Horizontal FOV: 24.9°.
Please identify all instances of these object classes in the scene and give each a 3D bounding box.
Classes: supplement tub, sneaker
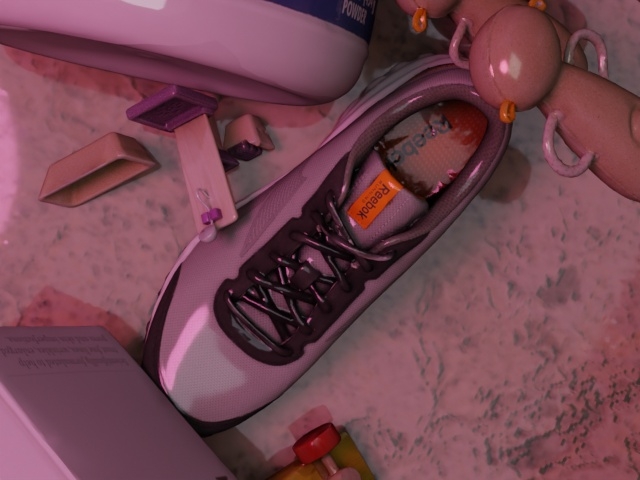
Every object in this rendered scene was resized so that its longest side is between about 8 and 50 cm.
[{"bbox_3d":[-0.060,-0.242,0.727,0.228,0.228,0.316,12,91,-3],"label":"supplement tub"},{"bbox_3d":[0.000,0.000,0.797,0.100,0.108,0.271,43,91,-6],"label":"sneaker"}]

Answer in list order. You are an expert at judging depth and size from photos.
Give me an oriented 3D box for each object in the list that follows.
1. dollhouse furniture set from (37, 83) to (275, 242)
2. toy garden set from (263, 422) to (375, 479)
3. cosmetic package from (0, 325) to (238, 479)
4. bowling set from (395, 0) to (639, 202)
[{"bbox_3d":[-0.089,-0.019,0.816,0.114,0.091,0.081,-25,71,26],"label":"dollhouse furniture set"},{"bbox_3d":[-0.026,0.240,0.833,0.244,0.049,0.204,-32,95,-1],"label":"toy garden set"},{"bbox_3d":[-0.156,0.157,0.735,0.151,0.151,0.183,45,102,17],"label":"cosmetic package"},{"bbox_3d":[0.096,-0.154,0.733,0.154,0.200,0.287,31,65,-31],"label":"bowling set"}]
